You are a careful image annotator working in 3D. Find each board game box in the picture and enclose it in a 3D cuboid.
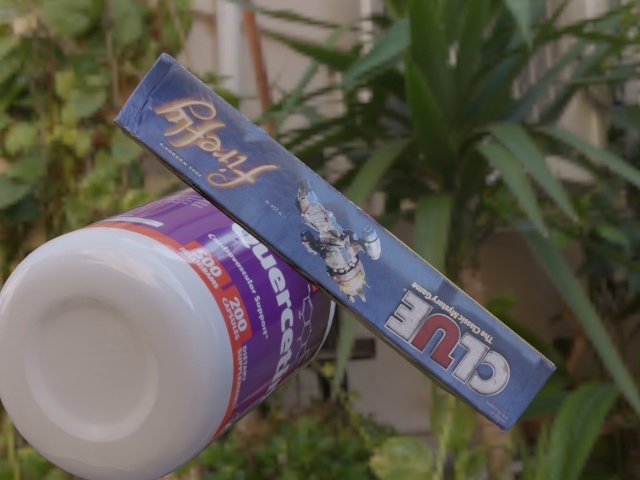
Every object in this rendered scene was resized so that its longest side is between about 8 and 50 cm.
[{"bbox_3d":[0.000,0.000,0.752,0.243,0.042,0.165,39,-3,-5],"label":"board game box"}]

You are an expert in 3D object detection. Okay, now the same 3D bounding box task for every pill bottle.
[{"bbox_3d":[-0.100,0.054,1.095,0.181,0.182,0.323,-6,10,21],"label":"pill bottle"}]
